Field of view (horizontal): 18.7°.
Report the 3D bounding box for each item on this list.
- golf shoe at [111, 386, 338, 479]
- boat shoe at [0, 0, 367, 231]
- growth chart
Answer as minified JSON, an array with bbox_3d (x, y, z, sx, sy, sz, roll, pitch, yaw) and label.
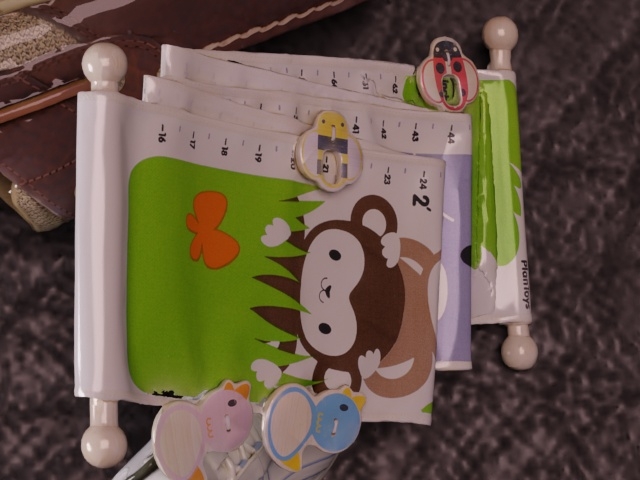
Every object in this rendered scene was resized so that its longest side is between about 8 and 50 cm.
[{"bbox_3d":[-0.040,0.090,0.749,0.069,0.086,0.176,39,76,3],"label":"golf shoe"},{"bbox_3d":[-0.120,-0.064,0.767,0.342,0.123,0.123,-17,112,-20],"label":"boat shoe"},{"bbox_3d":[0.000,0.000,0.747,0.237,0.021,0.172,-6,88,-40],"label":"growth chart"}]
